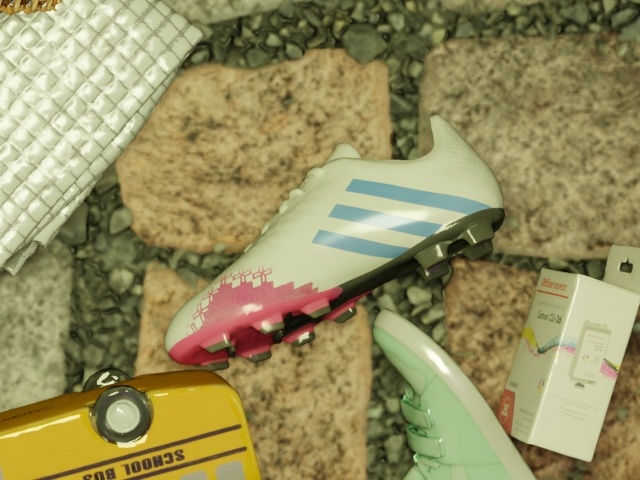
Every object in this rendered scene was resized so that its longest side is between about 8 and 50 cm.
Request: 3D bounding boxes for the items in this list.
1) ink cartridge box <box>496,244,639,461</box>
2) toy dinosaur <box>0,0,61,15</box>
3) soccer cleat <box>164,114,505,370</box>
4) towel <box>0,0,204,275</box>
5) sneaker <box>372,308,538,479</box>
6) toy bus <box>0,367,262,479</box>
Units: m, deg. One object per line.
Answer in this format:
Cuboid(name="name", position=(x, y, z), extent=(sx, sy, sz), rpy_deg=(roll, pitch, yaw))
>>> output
Cuboid(name="ink cartridge box", position=(0.229, 0.091, 1.817), extent=(0.067, 0.115, 0.198), rpy_deg=(18, 88, -12))
Cuboid(name="toy dinosaur", position=(-0.357, -0.264, 1.587), extent=(0.322, 0.164, 0.218), rpy_deg=(23, 96, -15))
Cuboid(name="soccer cleat", position=(0.000, 0.000, 1.781), extent=(0.331, 0.116, 0.143), rpy_deg=(-24, 74, -7))
Cuboid(name="towel", position=(-0.273, -0.136, 1.704), extent=(0.235, 0.121, 0.284), rpy_deg=(40, 83, -12))
Cuboid(name="sneaker", position=(0.089, 0.195, 1.805), extent=(0.151, 0.094, 0.256), rpy_deg=(-35, 98, -5))
Cuboid(name="toy bus", position=(-0.229, 0.198, 1.734), extent=(0.332, 0.108, 0.130), rpy_deg=(-16, 98, -11))
